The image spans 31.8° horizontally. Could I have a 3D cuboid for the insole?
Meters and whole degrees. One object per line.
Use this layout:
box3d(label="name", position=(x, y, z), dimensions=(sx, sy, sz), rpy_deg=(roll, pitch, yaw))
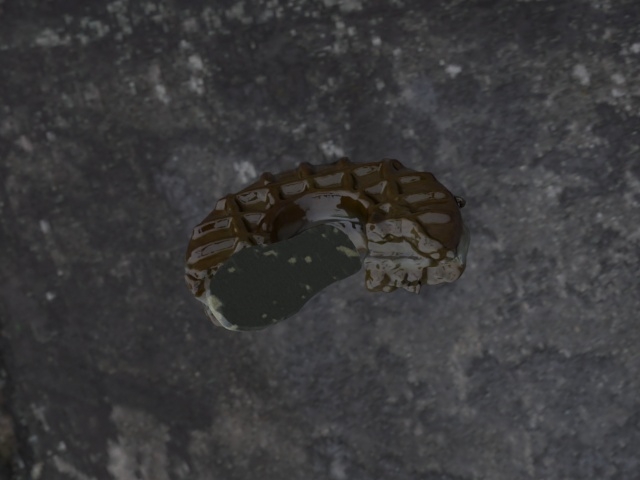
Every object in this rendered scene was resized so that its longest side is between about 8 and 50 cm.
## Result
box3d(label="insole", position=(-0.033, 0.033, 1.117), dimensions=(0.011, 0.248, 0.081), rpy_deg=(-42, 79, 34))

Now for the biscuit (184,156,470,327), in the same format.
box3d(label="biscuit", position=(0.008, -0.011, 1.475), dimensions=(0.268, 0.366, 0.115), rpy_deg=(-98, -2, -57))
